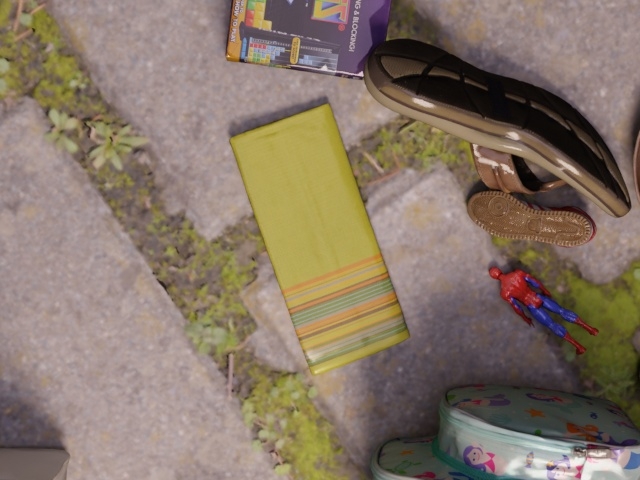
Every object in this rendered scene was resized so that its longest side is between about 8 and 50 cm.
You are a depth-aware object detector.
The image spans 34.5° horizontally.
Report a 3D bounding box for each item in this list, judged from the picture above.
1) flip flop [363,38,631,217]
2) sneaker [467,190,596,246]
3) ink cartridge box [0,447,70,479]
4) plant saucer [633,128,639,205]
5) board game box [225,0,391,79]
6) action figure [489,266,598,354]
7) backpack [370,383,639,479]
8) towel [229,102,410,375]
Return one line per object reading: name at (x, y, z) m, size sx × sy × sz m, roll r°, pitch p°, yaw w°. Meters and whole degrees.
flip flop at (0.157, -0.090, 0.924) m, size 0.277 × 0.112 × 0.080 m, roll 20°, pitch 129°, yaw -16°
sneaker at (0.200, -0.019, 0.966) m, size 0.118 × 0.067 × 0.042 m, roll 16°, pitch 98°, yaw 25°
ink cartridge box at (-0.318, 0.390, 0.851) m, size 0.160 × 0.279 × 0.384 m, roll 4°, pitch 95°, yaw -3°
plant saucer at (0.386, -0.072, 0.971) m, size 0.199 × 0.036 × 0.198 m, roll 0°, pitch 95°, yaw -3°
board game box at (-0.005, -0.236, 0.922) m, size 0.141 × 0.048 × 0.170 m, roll 7°, pitch 95°, yaw -3°
action figure at (0.207, 0.062, 0.976) m, size 0.115 × 0.030 × 0.038 m, roll 38°, pitch 87°, yaw -2°
backpack at (0.165, 0.226, 0.895) m, size 0.253 × 0.225 × 0.191 m, roll -1°, pitch 93°, yaw 6°
towel at (0.000, 0.000, 0.963) m, size 0.102 × 0.021 × 0.237 m, roll -20°, pitch 96°, yaw -7°
